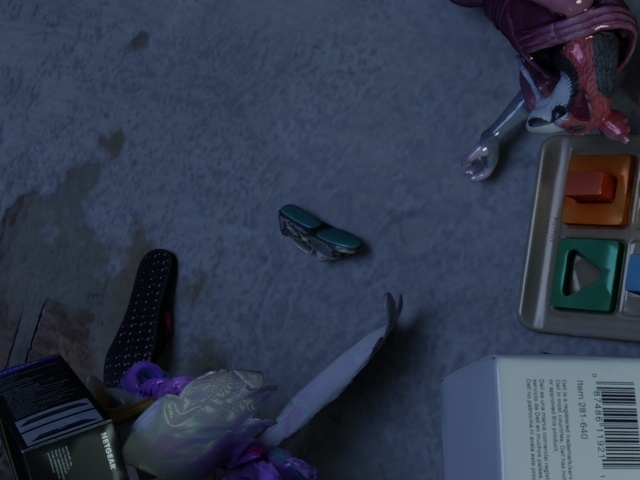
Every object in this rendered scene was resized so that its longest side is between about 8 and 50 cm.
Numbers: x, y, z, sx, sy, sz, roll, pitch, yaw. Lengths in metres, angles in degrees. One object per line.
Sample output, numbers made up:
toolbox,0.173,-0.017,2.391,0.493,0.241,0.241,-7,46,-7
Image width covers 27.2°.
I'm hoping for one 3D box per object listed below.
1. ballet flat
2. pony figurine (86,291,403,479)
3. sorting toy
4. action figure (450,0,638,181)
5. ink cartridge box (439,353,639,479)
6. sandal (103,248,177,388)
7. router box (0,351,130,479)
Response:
ballet flat,0.000,0.000,1.339,0.114,0.041,0.041,29,98,40
pony figurine,-0.066,0.232,1.208,0.351,0.303,0.363,-36,74,37
sorting toy,0.259,-0.008,1.119,0.196,0.047,0.347,3,81,39
action figure,0.197,-0.228,1.171,0.276,0.248,0.370,-27,59,1
ink cartridge box,0.236,0.190,0.937,0.117,0.278,0.201,135,136,-70
sandal,-0.190,0.097,1.468,0.067,0.040,0.179,0,64,33
router box,-0.210,0.278,1.187,0.243,0.081,0.308,-157,51,-66
